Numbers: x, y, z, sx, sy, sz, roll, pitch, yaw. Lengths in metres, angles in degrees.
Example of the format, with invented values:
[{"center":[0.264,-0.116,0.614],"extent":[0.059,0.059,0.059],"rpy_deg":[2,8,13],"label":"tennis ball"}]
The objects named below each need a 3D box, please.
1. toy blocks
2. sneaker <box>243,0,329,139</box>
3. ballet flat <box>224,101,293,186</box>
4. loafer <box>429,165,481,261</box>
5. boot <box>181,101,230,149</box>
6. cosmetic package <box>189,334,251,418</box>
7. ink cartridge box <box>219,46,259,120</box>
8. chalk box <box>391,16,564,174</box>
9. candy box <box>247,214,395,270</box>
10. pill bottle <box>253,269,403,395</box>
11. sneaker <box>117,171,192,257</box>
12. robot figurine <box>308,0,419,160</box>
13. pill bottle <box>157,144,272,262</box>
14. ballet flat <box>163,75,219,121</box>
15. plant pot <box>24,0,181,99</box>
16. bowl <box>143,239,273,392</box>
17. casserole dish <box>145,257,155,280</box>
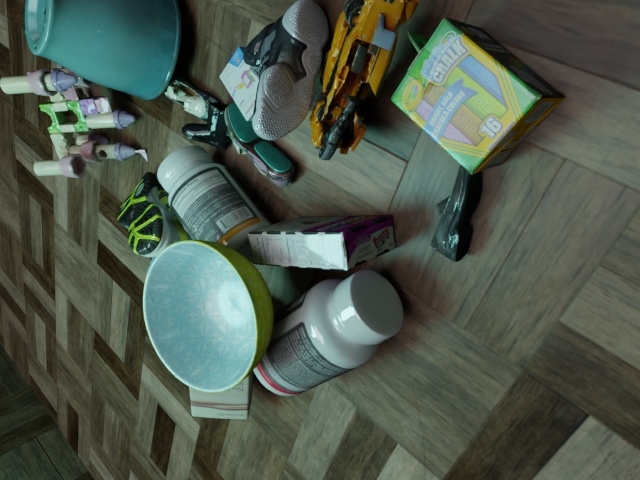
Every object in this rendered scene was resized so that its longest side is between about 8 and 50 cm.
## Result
[{"center":[-0.633,-0.356,1.278],"extent":[0.260,0.309,0.288],"rpy_deg":[-3,118,7],"label":"toy blocks"},{"center":[-0.082,-0.299,0.841],"extent":[0.153,0.101,0.268],"rpy_deg":[3,72,51],"label":"sneaker"},{"center":[-0.139,-0.197,0.986],"extent":[0.221,0.077,0.079],"rpy_deg":[50,149,16],"label":"ballet flat"},{"center":[0.214,-0.050,0.742],"extent":[0.061,0.062,0.170],"rpy_deg":[25,117,37],"label":"loafer"},{"center":[-0.252,-0.269,1.042],"extent":[0.121,0.045,0.099],"rpy_deg":[21,131,-2],"label":"boot"},{"center":[-0.238,0.293,1.113],"extent":[0.153,0.129,0.296],"rpy_deg":[3,127,-4],"label":"cosmetic package"},{"center":[-0.143,-0.324,0.954],"extent":[0.088,0.052,0.122],"rpy_deg":[-40,79,40],"label":"ink cartridge box"},{"center":[0.201,-0.217,0.650],"extent":[0.213,0.132,0.132],"rpy_deg":[49,129,18],"label":"chalk box"},{"center":[0.000,0.000,0.869],"extent":[0.233,0.159,0.071],"rpy_deg":[2,104,40],"label":"candy box"},{"center":[0.007,0.183,0.911],"extent":[0.318,0.176,0.176],"rpy_deg":[-39,78,41],"label":"pill bottle"},{"center":[-0.413,-0.050,1.176],"extent":[0.145,0.147,0.384],"rpy_deg":[-50,39,10],"label":"sneaker"},{"center":[0.054,-0.271,0.745],"extent":[0.211,0.085,0.291],"rpy_deg":[-96,22,-48],"label":"robot figurine"},{"center":[-0.242,-0.074,1.045],"extent":[0.278,0.162,0.162],"rpy_deg":[50,129,16],"label":"pill bottle"},{"center":[-0.309,-0.330,1.082],"extent":[0.188,0.070,0.070],"rpy_deg":[35,124,26],"label":"ballet flat"},{"center":[-0.496,-0.477,1.026],"extent":[0.272,0.255,0.271],"rpy_deg":[2,93,44],"label":"plant pot"},{"center":[-0.193,0.133,0.912],"extent":[0.289,0.156,0.289],"rpy_deg":[5,100,30],"label":"bowl"},{"center":[-0.468,0.109,1.376],"extent":[0.114,0.037,0.188],"rpy_deg":[48,128,18],"label":"casserole dish"}]
